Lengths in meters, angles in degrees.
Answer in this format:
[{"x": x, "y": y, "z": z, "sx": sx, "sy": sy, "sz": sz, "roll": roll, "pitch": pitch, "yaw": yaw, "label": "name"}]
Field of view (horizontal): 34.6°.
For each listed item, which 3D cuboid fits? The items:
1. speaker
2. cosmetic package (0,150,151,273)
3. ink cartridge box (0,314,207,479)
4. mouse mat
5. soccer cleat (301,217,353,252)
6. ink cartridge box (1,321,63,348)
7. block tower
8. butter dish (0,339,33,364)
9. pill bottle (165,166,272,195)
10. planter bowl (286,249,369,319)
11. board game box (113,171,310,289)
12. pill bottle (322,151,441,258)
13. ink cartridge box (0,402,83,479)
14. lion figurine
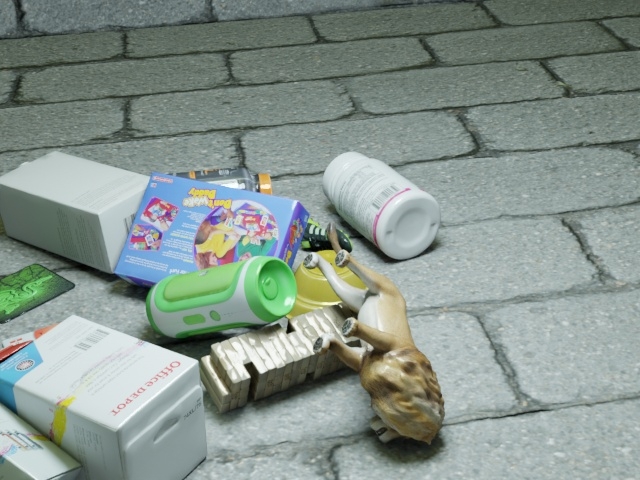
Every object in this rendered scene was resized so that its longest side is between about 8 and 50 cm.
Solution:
[{"x": -0.186, "y": 0.107, "z": 1.893, "sx": 0.296, "sy": 0.131, "sz": 0.131, "roll": -13, "pitch": 18, "yaw": 39, "label": "speaker"}, {"x": -0.530, "y": -0.072, "z": 2.279, "sx": 0.365, "sy": 0.155, "sz": 0.197, "roll": 16, "pitch": 35, "yaw": 37, "label": "cosmetic package"}, {"x": -0.347, "y": 0.278, "z": 1.628, "sx": 0.270, "sy": 0.197, "sz": 0.198, "roll": 16, "pitch": 33, "yaw": 28, "label": "ink cartridge box"}, {"x": -0.627, "y": 0.107, "z": 2.140, "sx": 0.152, "sy": 0.007, "sz": 0.189, "roll": 22, "pitch": 38, "yaw": 36, "label": "mouse mat"}, {"x": 0.000, "y": 0.000, "z": 2.253, "sx": 0.072, "sy": 0.060, "sz": 0.179, "roll": -33, "pitch": 34, "yaw": -28, "label": "soccer cleat"}, {"x": -0.495, "y": 0.221, "z": 1.895, "sx": 0.145, "sy": 0.045, "sz": 0.179, "roll": -17, "pitch": 30, "yaw": -24, "label": "ink cartridge box"}, {"x": -0.043, "y": 0.199, "z": 1.838, "sx": 0.335, "sy": 0.091, "sz": 0.097, "roll": -19, "pitch": 55, "yaw": -25, "label": "block tower"}, {"x": -0.556, "y": 0.263, "z": 1.762, "sx": 0.160, "sy": 0.118, "sz": 0.160, "roll": -31, "pitch": -3, "yaw": -42, "label": "butter dish"}, {"x": -0.234, "y": -0.100, "z": 2.361, "sx": 0.245, "sy": 0.131, "sz": 0.130, "roll": -6, "pitch": 30, "yaw": -9, "label": "pill bottle"}, {"x": 0.019, "y": 0.081, "z": 2.068, "sx": 0.217, "sy": 0.090, "sz": 0.217, "roll": -1, "pitch": 30, "yaw": 0, "label": "planter bowl"}, {"x": -0.222, "y": 0.007, "z": 2.090, "sx": 0.347, "sy": 0.078, "sz": 0.233, "roll": 12, "pitch": 74, "yaw": 23, "label": "board game box"}, {"x": 0.128, "y": -0.086, "z": 2.286, "sx": 0.160, "sy": 0.160, "sz": 0.283, "roll": -16, "pitch": 33, "yaw": -23, "label": "pill bottle"}, {"x": -0.469, "y": 0.344, "z": 1.503, "sx": 0.176, "sy": 0.128, "sz": 0.127, "roll": 33, "pitch": 8, "yaw": 15, "label": "ink cartridge box"}, {"x": 0.101, "y": 0.150, "z": 1.759, "sx": 0.240, "sy": 0.142, "sz": 0.392, "roll": 30, "pitch": 38, "yaw": -27, "label": "lion figurine"}]
